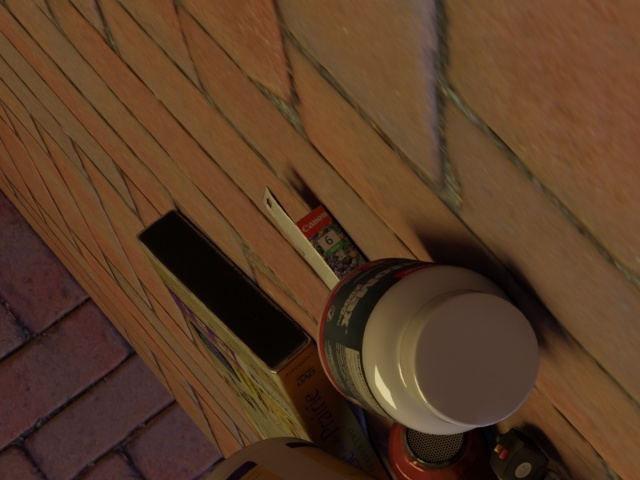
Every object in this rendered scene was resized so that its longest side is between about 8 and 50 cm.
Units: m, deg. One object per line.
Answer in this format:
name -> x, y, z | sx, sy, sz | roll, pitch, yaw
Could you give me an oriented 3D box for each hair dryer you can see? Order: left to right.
hair dryer -> 0.139, 0.220, 1.503 | 0.223, 0.080, 0.293 | 55, 169, -19

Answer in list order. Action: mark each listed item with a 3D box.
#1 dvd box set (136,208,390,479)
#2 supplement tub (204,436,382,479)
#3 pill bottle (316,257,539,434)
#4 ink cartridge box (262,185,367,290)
dvd box set -> -0.039, 0.183, 2.184 | 0.307, 0.062, 0.420 | 41, 164, 45
supplement tub -> 0.032, 0.360, 1.896 | 0.331, 0.241, 0.241 | 24, 152, 43
pill bottle -> 0.070, 0.067, 1.209 | 0.108, 0.108, 0.180 | 54, 169, -11
ink cartridge box -> 0.000, 0.000, 1.500 | 0.115, 0.029, 0.063 | 52, 170, 5
